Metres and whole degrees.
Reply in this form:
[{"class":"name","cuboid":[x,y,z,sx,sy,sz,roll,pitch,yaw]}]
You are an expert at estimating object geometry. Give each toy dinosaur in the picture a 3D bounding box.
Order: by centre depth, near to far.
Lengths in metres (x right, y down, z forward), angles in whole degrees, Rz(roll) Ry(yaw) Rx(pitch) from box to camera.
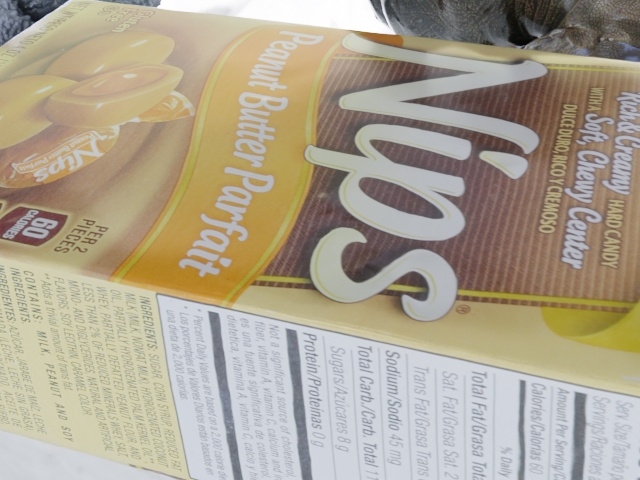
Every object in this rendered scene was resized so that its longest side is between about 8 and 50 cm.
[{"class":"toy dinosaur","cuboid":[0.057,-0.146,0.618,0.313,0.121,0.160,39,139,54]}]

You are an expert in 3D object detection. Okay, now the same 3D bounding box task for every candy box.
[{"class":"candy box","cuboid":[0.000,0.000,0.451,0.316,0.087,0.183,10,-144,23]}]

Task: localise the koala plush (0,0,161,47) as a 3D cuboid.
[{"class":"koala plush","cuboid":[-0.165,-0.081,0.933,0.221,0.203,0.196,44,146,46]}]
